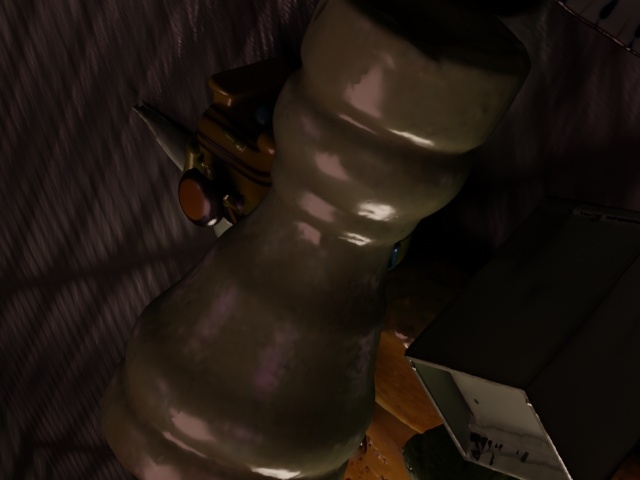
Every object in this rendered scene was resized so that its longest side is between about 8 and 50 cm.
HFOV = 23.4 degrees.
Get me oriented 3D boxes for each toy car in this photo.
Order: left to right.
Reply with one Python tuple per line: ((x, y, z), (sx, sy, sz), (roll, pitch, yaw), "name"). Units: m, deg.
((-0.015, -0.074, 1.475), (0.248, 0.200, 0.142), (36, 130, 31), "toy car")

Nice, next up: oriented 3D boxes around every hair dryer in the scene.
((-0.146, -0.070, 1.853), (0.237, 0.075, 0.206), (48, 164, 11), "hair dryer")

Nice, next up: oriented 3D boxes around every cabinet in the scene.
((0.210, 0.093, 1.326), (0.145, 0.206, 0.150), (13, 142, 50), "cabinet")

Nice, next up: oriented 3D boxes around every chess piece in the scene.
((0.000, 0.000, 1.268), (0.234, 0.234, 0.442), (36, 115, 20), "chess piece")

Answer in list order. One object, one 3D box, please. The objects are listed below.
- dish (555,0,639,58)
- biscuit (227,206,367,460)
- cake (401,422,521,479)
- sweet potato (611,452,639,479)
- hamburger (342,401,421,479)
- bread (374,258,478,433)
((0.212, -0.207, 1.002), (0.190, 0.066, 0.191), (39, 157, 20), "dish")
((-0.023, 0.083, 1.625), (0.318, 0.040, 0.318), (156, 90, -87), "biscuit")
((0.204, 0.212, 1.497), (0.100, 0.235, 0.099), (64, -175, -48), "cake")
((0.355, 0.247, 1.535), (0.072, 0.066, 0.314), (10, 171, -30), "sweet potato")
((0.121, 0.260, 1.820), (0.284, 0.174, 0.304), (45, 153, 30), "hamburger")
((0.123, 0.106, 1.595), (0.244, 0.134, 0.244), (33, 154, 19), "bread")
